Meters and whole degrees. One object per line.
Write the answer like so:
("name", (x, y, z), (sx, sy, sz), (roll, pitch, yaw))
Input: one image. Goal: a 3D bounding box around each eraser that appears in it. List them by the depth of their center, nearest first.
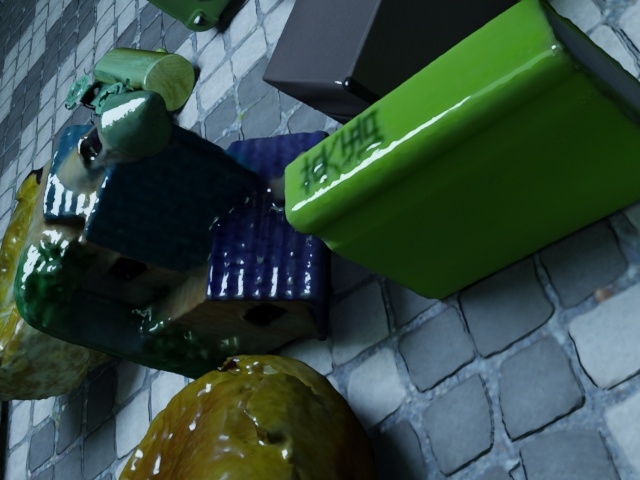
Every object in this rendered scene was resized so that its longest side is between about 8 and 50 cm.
("eraser", (0.136, -0.063, 0.666), (0.274, 0.210, 0.092), (-32, 47, 36))

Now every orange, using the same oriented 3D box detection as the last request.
("orange", (-0.382, 0.069, 1.179), (0.271, 0.210, 0.369), (-33, 48, 42))

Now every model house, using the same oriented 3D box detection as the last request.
("model house", (-0.127, -0.014, 0.840), (0.280, 0.312, 0.245), (-29, 46, 45))

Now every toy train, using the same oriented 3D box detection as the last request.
("toy train", (-0.348, -0.277, 1.414), (0.307, 0.126, 0.189), (24, 87, 53))

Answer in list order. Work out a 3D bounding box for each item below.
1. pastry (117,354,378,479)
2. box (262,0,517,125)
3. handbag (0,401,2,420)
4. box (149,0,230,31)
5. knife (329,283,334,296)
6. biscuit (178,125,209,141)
("pastry", (-0.094, 0.266, 0.728), (0.356, 0.164, 0.356), (-40, 27, 25))
("box", (0.085, -0.239, 0.846), (0.153, 0.188, 0.252), (12, 80, 51))
("handbag", (-0.691, 0.363, 1.404), (0.327, 0.162, 0.325), (-47, 38, 28))
("box", (-0.255, -0.509, 1.282), (0.253, 0.328, 0.178), (-53, 40, 15))
("knife", (0.000, 0.000, 0.942), (0.023, 0.010, 0.170), (-37, 44, 31))
("biscuit", (-0.201, -0.116, 1.130), (0.252, 0.150, 0.052), (13, 72, 53))
